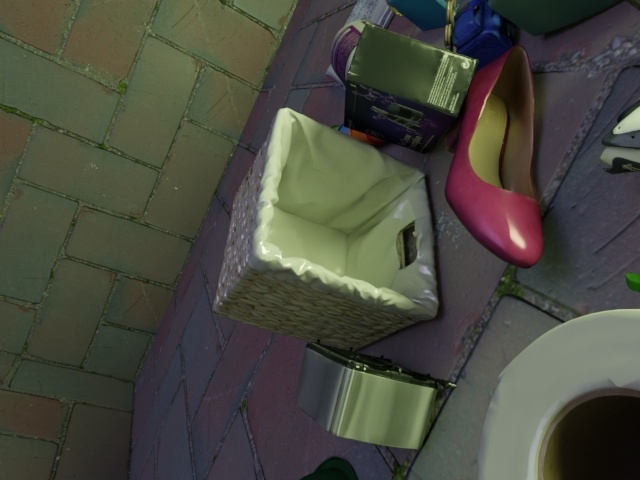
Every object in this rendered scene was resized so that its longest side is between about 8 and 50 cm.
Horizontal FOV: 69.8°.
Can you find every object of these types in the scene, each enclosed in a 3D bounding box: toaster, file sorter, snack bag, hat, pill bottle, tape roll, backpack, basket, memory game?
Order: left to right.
[{"bbox_3d":[-0.051,0.439,0.765,0.208,0.184,0.173,-46,32,40],"label":"hat"},{"bbox_3d":[0.000,0.000,0.850,0.266,0.331,0.328,-44,34,46],"label":"basket"},{"bbox_3d":[0.126,-0.669,1.492,0.342,0.037,0.323,-59,26,20],"label":"snack bag"},{"bbox_3d":[0.073,0.233,0.706,0.186,0.168,0.110,-2,71,65],"label":"toaster"},{"bbox_3d":[0.130,-0.426,1.121,0.169,0.169,0.301,-57,26,25],"label":"pill bottle"},{"bbox_3d":[0.257,-0.563,1.039,0.104,0.118,0.170,-61,25,7],"label":"file sorter"},{"bbox_3d":[0.251,-0.397,0.890,0.186,0.012,0.186,5,-90,-72],"label":"memory game"},{"bbox_3d":[0.297,-0.392,0.836,0.098,0.101,0.120,-16,52,53],"label":"backpack"},{"bbox_3d":[0.266,0.189,0.333,0.246,0.169,0.246,-47,31,40],"label":"tape roll"}]

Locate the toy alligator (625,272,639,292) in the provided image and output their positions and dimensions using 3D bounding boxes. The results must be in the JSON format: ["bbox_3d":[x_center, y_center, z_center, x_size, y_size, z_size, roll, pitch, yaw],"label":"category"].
[{"bbox_3d":[0.364,0.052,0.392,0.051,0.056,0.190,-30,21,-13],"label":"toy alligator"}]

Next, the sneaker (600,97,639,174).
[{"bbox_3d":[0.362,-0.079,0.449,0.153,0.094,0.235,-38,38,50],"label":"sneaker"}]

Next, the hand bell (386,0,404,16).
[{"bbox_3d":[0.247,-0.707,1.227,0.126,0.126,0.242,-43,21,43],"label":"hand bell"}]

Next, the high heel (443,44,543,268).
[{"bbox_3d":[0.263,-0.137,0.646,0.377,0.127,0.181,-92,22,-48],"label":"high heel"}]

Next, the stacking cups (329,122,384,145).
[{"bbox_3d":[0.089,-0.275,1.175,0.316,0.096,0.096,-2,69,63],"label":"stacking cups"}]

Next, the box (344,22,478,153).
[{"bbox_3d":[0.142,-0.254,0.821,0.261,0.184,0.103,34,-102,-87],"label":"box"}]

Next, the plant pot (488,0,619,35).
[{"bbox_3d":[0.363,-0.425,0.653,0.234,0.166,0.165,-30,44,59],"label":"plant pot"}]

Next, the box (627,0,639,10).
[{"bbox_3d":[0.421,-0.331,0.446,0.232,0.127,0.148,-49,52,35],"label":"box"}]
